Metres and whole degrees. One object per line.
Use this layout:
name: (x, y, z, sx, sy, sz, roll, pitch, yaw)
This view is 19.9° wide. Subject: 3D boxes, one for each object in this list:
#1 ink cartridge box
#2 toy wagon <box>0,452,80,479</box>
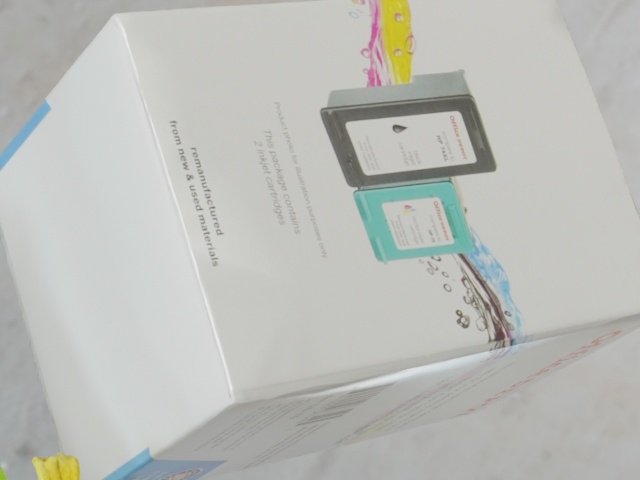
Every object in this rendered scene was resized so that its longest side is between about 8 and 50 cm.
ink cartridge box: (0.000, 0.000, 0.963, 0.270, 0.197, 0.198, -9, 163, -33)
toy wagon: (-0.273, 0.101, 0.754, 0.344, 0.267, 0.068, 14, 148, -17)
